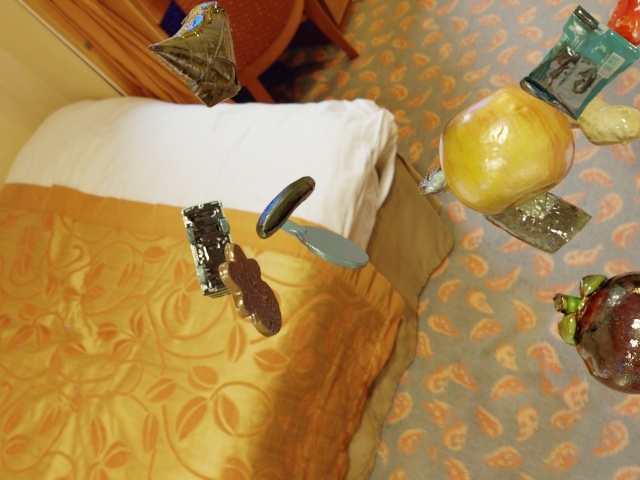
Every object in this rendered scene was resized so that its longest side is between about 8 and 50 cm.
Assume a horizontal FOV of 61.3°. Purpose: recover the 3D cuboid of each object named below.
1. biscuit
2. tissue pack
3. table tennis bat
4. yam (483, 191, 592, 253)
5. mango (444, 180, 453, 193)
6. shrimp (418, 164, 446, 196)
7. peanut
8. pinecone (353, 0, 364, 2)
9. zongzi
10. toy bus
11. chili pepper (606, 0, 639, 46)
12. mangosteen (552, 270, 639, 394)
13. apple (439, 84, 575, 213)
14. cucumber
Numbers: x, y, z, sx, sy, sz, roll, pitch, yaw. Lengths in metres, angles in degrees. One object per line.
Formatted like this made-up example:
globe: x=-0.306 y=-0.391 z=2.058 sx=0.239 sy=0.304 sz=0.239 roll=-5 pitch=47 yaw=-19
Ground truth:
biscuit: x=-0.156 y=0.120 z=1.224 sx=0.039 sy=0.236 sz=0.180 roll=-23 pitch=29 yaw=16
tissue pack: x=0.283 y=-0.189 z=0.606 sx=0.085 sy=0.138 sz=0.028 roll=41 pitch=78 yaw=10
table tennis bat: x=0.000 y=0.000 z=1.664 sx=0.215 sy=0.328 sz=0.044 roll=-83 pitch=18 yaw=-68
yam: x=0.541 y=-0.069 z=1.389 sx=0.254 sy=0.154 sz=0.154 roll=35 pitch=84 yaw=22
mango: x=0.395 y=-0.141 z=1.329 sx=0.187 sy=0.101 sz=0.066 roll=3 pitch=44 yaw=27
shrimp: x=0.368 y=-0.188 z=1.657 sx=0.079 sy=0.090 sz=0.233 roll=-7 pitch=20 yaw=33
peanut: x=0.724 y=-0.323 z=1.428 sx=0.117 sy=0.101 sz=0.263 roll=-51 pitch=45 yaw=6
pinecone: x=0.050 y=-0.458 z=0.796 sx=0.195 sy=0.149 sz=0.179 roll=-24 pitch=61 yaw=41
zongzi: x=-0.339 y=-0.527 z=1.388 sx=0.138 sy=0.300 sz=0.286 roll=-16 pitch=74 yaw=26
toy bus: x=-0.323 y=0.034 z=1.638 sx=0.133 sy=0.165 sz=0.276 roll=-15 pitch=73 yaw=-10
chili pepper: x=0.338 y=-0.271 z=0.540 sx=0.045 sy=0.027 sz=0.178 roll=29 pitch=120 yaw=22
mangosteen: x=0.534 y=0.162 z=0.950 sx=0.216 sy=0.216 sz=0.216 roll=-13 pitch=59 yaw=22
apple: x=0.384 y=-0.189 z=1.142 sx=0.286 sy=0.286 sz=0.233 roll=-27 pitch=80 yaw=13
cucumber: x=-0.072 y=-0.079 z=1.146 sx=0.056 sy=0.056 sz=0.284 roll=-6 pitch=26 yaw=26
